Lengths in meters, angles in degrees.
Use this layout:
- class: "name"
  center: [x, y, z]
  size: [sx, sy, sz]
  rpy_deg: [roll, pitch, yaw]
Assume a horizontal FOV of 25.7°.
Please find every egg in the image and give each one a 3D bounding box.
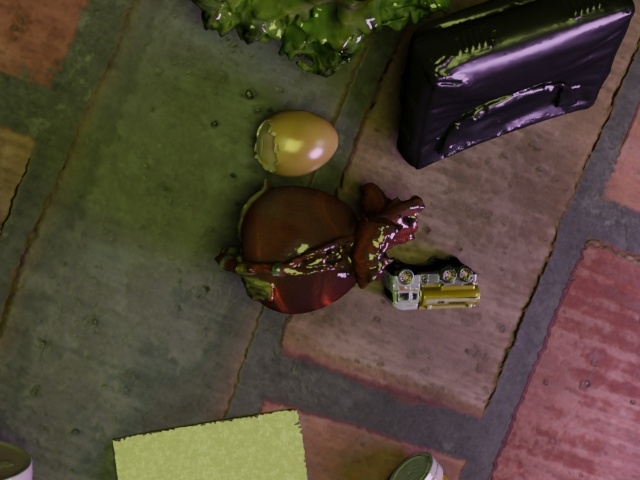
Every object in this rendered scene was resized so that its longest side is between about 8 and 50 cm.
- class: "egg"
  center: [-0.027, -0.115, 1.651]
  size: [0.096, 0.080, 0.080]
  rpy_deg: [-11, 104, -30]

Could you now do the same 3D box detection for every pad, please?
- class: "pad"
  center: [-0.129, 0.302, 1.723]
  size: [0.235, 0.003, 0.158]
  rpy_deg: [-8, 90, -14]

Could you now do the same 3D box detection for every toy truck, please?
- class: "toy truck"
  center: [0.138, 0.056, 1.742]
  size: [0.123, 0.052, 0.063]
  rpy_deg: [-3, 107, -16]

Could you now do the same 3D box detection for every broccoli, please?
- class: "broccoli"
  center: [0.003, -0.310, 1.535]
  size: [0.288, 0.245, 0.248]
  rpy_deg: [-33, 98, -13]

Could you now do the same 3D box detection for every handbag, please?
- class: "handbag"
  center: [0.218, -0.198, 1.642]
  size: [0.275, 0.244, 0.088]
  rpy_deg: [-22, 65, -12]

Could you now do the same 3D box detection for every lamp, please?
- class: "lamp"
  center: [-0.004, 0.011, 1.647]
  size: [0.223, 0.215, 0.151]
  rpy_deg: [12, 112, 5]

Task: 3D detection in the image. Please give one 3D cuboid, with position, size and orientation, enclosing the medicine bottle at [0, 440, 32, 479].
- class: "medicine bottle"
  center: [-0.420, 0.427, 1.575]
  size: [0.213, 0.213, 0.379]
  rpy_deg: [2, 100, -16]

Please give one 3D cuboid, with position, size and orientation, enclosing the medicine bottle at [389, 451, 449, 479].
- class: "medicine bottle"
  center: [0.182, 0.368, 1.804]
  size: [0.074, 0.074, 0.218]
  rpy_deg: [-44, 110, -4]
